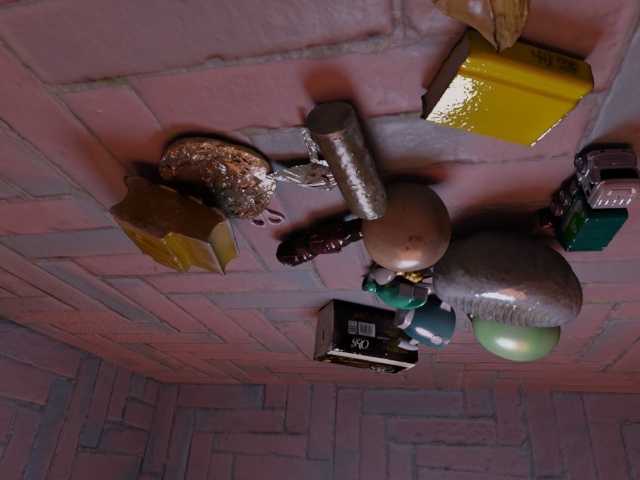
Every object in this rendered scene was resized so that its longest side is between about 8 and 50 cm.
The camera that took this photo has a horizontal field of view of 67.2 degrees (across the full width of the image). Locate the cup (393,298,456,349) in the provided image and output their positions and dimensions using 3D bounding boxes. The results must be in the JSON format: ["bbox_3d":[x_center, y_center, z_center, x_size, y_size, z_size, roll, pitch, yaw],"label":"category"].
[{"bbox_3d":[0.355,0.275,1.681,0.173,0.168,0.300,21,123,-11],"label":"cup"}]

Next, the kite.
[{"bbox_3d":[-0.010,-0.162,1.014,0.229,0.012,0.250,-12,154,9],"label":"kite"}]

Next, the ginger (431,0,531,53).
[{"bbox_3d":[0.211,-0.322,0.635,0.122,0.115,0.193,14,168,31],"label":"ginger"}]

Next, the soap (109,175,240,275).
[{"bbox_3d":[-0.336,-0.021,1.167,0.259,0.143,0.281,19,159,4],"label":"soap"}]

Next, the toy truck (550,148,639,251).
[{"bbox_3d":[0.567,-0.073,1.002,0.113,0.124,0.253,-2,149,6],"label":"toy truck"}]

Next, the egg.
[{"bbox_3d":[0.634,0.278,1.570,0.269,0.221,0.220,10,154,13],"label":"egg"}]

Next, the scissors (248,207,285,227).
[{"bbox_3d":[-0.156,-0.084,1.217,0.100,0.015,0.189,-4,149,13],"label":"scissors"}]

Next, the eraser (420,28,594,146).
[{"bbox_3d":[0.298,-0.242,0.782,0.225,0.069,0.158,10,151,-12],"label":"eraser"}]

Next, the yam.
[{"bbox_3d":[0.062,-0.145,0.939,0.093,0.093,0.259,-7,141,21],"label":"yam"}]

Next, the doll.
[{"bbox_3d":[0.212,0.123,1.446,0.258,0.153,0.194,5,177,36],"label":"doll"}]

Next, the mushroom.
[{"bbox_3d":[0.196,-0.031,1.101,0.204,0.205,0.204,4,153,2],"label":"mushroom"}]

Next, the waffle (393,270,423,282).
[{"bbox_3d":[0.184,0.032,1.233,0.148,0.194,0.051,24,107,-41],"label":"waffle"}]

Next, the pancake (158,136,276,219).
[{"bbox_3d":[-0.232,-0.134,1.087,0.281,0.049,0.283,5,149,3],"label":"pancake"}]

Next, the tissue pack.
[{"bbox_3d":[0.169,0.373,1.839,0.369,0.210,0.198,15,154,-19],"label":"tissue pack"}]

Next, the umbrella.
[{"bbox_3d":[0.000,0.000,1.269,0.325,0.094,0.090,-21,170,42],"label":"umbrella"}]

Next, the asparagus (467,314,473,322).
[{"bbox_3d":[0.585,0.292,1.776,0.060,0.067,0.277,-33,147,9],"label":"asparagus"}]

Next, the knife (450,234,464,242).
[{"bbox_3d":[0.296,0.014,1.334,0.210,0.015,0.028,-19,138,36],"label":"knife"}]

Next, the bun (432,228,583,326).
[{"bbox_3d":[0.473,0.094,1.224,0.361,0.212,0.362,18,163,5],"label":"bun"}]

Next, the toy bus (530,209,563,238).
[{"bbox_3d":[0.597,-0.031,1.160,0.171,0.058,0.072,10,156,-7],"label":"toy bus"}]
